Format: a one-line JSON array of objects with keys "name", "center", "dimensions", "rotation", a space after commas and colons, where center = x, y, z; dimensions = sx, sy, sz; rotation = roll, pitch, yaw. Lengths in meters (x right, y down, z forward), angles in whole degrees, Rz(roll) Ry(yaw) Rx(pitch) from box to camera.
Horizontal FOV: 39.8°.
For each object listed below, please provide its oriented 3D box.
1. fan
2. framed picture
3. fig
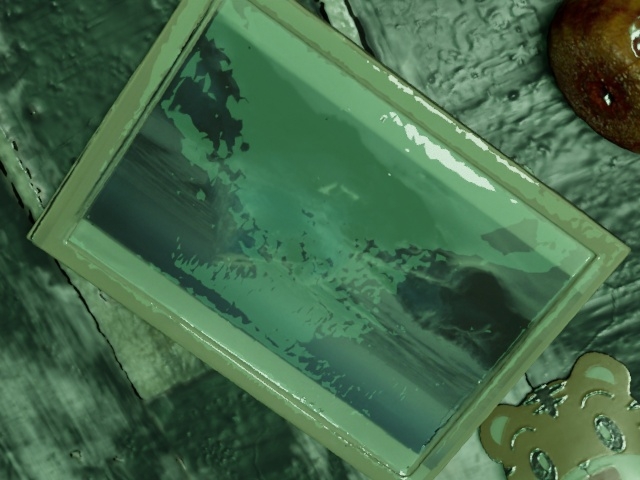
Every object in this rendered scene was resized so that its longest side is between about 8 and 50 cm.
[{"name": "fan", "center": [0.251, 0.225, 0.790], "dimensions": [0.153, 0.008, 0.226], "rotation": [-31, 73, 12]}, {"name": "framed picture", "center": [0.000, 0.000, 0.798], "dimensions": [0.446, 0.028, 0.326], "rotation": [35, 106, -4]}, {"name": "fig", "center": [0.281, -0.171, 0.684], "dimensions": [0.201, 0.134, 0.146], "rotation": [-41, 127, -4]}]
